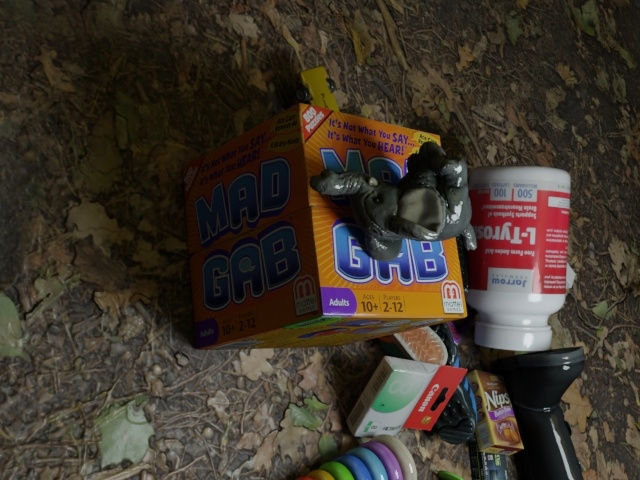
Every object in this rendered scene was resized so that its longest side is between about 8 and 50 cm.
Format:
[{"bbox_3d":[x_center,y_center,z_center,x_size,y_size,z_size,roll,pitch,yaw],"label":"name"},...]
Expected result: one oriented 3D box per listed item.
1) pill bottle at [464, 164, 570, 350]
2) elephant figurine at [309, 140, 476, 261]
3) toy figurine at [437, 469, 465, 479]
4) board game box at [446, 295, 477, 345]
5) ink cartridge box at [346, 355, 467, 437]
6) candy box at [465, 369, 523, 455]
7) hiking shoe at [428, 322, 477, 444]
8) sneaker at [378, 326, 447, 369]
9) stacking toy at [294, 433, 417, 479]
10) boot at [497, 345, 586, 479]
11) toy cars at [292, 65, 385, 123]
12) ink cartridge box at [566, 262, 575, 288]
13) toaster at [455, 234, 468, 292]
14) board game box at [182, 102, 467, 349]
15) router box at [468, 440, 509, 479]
[{"bbox_3d":[0.448,0.039,1.884,0.229,0.229,0.407,3,89,-42],"label":"pill bottle"},{"bbox_3d":[0.123,-0.045,1.322,0.239,0.186,0.169,-31,141,-33],"label":"elephant figurine"},{"bbox_3d":[0.303,0.611,1.782,0.173,0.130,0.159,31,64,-5],"label":"toy figurine"},{"bbox_3d":[0.263,0.059,1.967,0.347,0.056,0.208,55,43,-13],"label":"board game box"},{"bbox_3d":[0.189,0.334,1.699,0.225,0.181,0.056,15,25,-28],"label":"ink cartridge box"},{"bbox_3d":[0.405,0.406,1.941,0.109,0.053,0.186,18,48,-37],"label":"candy box"},{"bbox_3d":[0.278,0.313,1.873,0.132,0.113,0.304,26,50,-67],"label":"hiking shoe"},{"bbox_3d":[0.149,0.174,1.794,0.108,0.121,0.302,-30,77,-25],"label":"sneaker"},{"bbox_3d":[0.026,0.478,1.554,0.330,0.141,0.141,-10,82,-39],"label":"stacking toy"},{"bbox_3d":[0.548,0.478,1.893,0.146,0.367,0.445,-8,79,-4],"label":"boot"},{"bbox_3d":[0.059,-0.227,1.855,0.394,0.087,0.176,36,59,-32],"label":"toy cars"},{"bbox_3d":[0.596,0.089,2.196,0.099,0.135,0.056,51,48,-18],"label":"ink cartridge box"},{"bbox_3d":[0.244,0.027,1.852,0.168,0.110,0.185,17,65,-39],"label":"toaster"},{"bbox_3d":[0.000,0.000,1.527,0.356,0.356,0.356,6,72,-42],"label":"board game box"},{"bbox_3d":[0.397,0.533,1.930,0.092,0.038,0.122,10,69,-41],"label":"router box"}]
